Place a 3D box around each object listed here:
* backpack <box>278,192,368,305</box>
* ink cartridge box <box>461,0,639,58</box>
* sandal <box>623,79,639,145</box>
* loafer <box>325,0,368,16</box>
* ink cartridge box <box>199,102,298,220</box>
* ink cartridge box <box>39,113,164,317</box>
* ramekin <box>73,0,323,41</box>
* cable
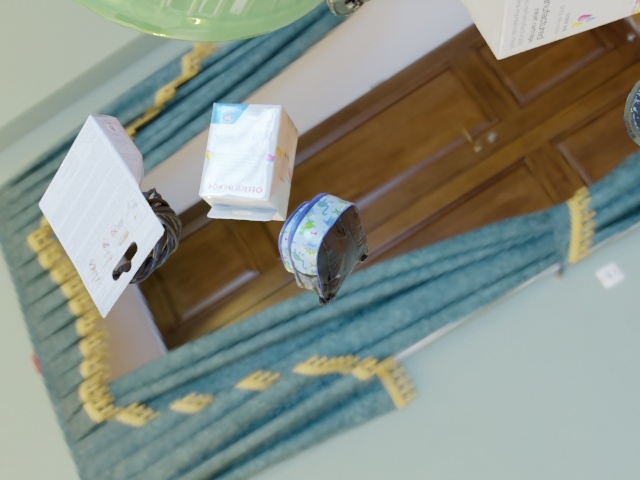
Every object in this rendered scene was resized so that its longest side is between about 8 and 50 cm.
[{"bbox_3d":[0.000,0.000,1.135,0.084,0.105,0.114,25,150,24],"label":"backpack"},{"bbox_3d":[0.285,-0.322,0.913,0.201,0.278,0.117,81,168,-59],"label":"ink cartridge box"},{"bbox_3d":[0.670,-0.126,1.412,0.445,0.168,0.107,31,-175,2],"label":"sandal"},{"bbox_3d":[0.068,-0.437,1.529,0.267,0.096,0.084,126,129,-65],"label":"loafer"},{"bbox_3d":[-0.090,-0.090,1.176,0.090,0.092,0.143,50,-134,-70],"label":"ink cartridge box"},{"bbox_3d":[-0.305,-0.036,1.344,0.066,0.189,0.232,-6,-129,-53],"label":"ink cartridge box"},{"bbox_3d":[-0.076,-0.300,0.616,0.303,0.303,0.148,57,158,-3],"label":"ramekin"},{"bbox_3d":[-0.328,0.003,1.626,0.047,0.184,0.151,26,149,39],"label":"cable"}]
